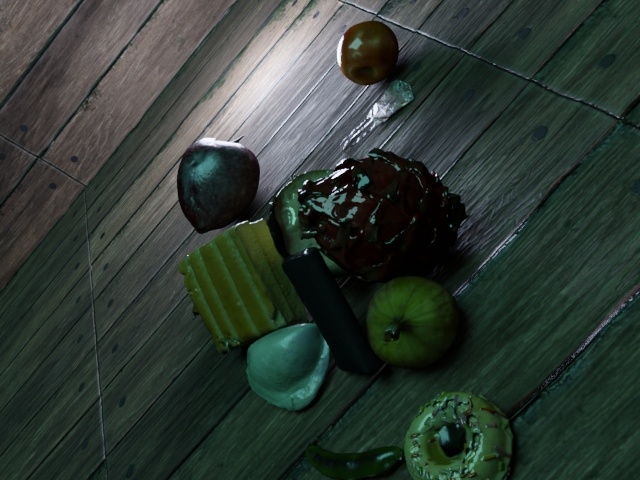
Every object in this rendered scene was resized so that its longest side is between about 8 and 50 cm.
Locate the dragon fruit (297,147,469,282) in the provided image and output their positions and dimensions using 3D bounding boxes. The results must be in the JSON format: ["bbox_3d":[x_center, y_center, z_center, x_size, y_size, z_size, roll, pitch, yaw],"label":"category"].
[{"bbox_3d":[0.102,-0.045,1.159,0.244,0.299,0.244,-164,90,-78],"label":"dragon fruit"}]

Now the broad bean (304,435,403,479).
[{"bbox_3d":[0.045,0.360,1.082,0.227,0.039,0.069,-10,47,48],"label":"broad bean"}]

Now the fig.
[{"bbox_3d":[0.149,0.141,1.034,0.160,0.143,0.231,-45,10,5],"label":"fig"}]

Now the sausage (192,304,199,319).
[{"bbox_3d":[-0.223,0.112,1.589,0.328,0.112,0.112,-30,40,35],"label":"sausage"}]

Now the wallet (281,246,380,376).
[{"bbox_3d":[0.015,0.131,1.159,0.044,0.250,0.149,-30,5,-22],"label":"wallet"}]

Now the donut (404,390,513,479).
[{"bbox_3d":[0.190,0.293,0.935,0.175,0.068,0.174,-33,37,30],"label":"donut"}]

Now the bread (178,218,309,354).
[{"bbox_3d":[-0.171,0.109,1.416,0.239,0.246,0.111,-29,-4,40],"label":"bread"}]

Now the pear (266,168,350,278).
[{"bbox_3d":[0.002,-0.001,1.359,0.178,0.267,0.266,116,167,-55],"label":"pear"}]

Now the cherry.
[{"bbox_3d":[-0.286,-0.157,1.807,0.230,0.203,0.300,13,78,16],"label":"cherry"}]

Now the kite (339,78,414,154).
[{"bbox_3d":[0.133,-0.297,1.596,0.229,0.016,0.127,-46,30,11],"label":"kite"}]

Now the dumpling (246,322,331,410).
[{"bbox_3d":[-0.051,0.239,1.275,0.217,0.149,0.105,-30,1,22],"label":"dumpling"}]

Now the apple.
[{"bbox_3d":[0.119,-0.473,1.645,0.163,0.163,0.139,-19,58,41],"label":"apple"}]
